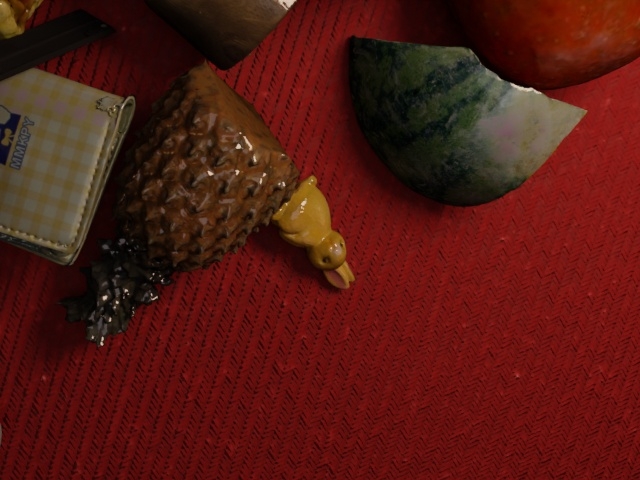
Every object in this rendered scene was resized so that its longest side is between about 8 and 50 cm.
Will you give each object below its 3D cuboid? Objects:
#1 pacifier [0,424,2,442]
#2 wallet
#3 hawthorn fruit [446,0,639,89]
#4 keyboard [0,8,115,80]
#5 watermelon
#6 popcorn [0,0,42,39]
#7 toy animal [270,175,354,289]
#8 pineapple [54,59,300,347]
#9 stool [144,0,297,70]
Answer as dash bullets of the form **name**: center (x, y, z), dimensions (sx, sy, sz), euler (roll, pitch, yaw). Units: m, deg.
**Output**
- **pacifier**: center (-0.549, 0.232, 1.044), dimensions (0.233, 0.244, 0.299), euler (31, 76, 19)
- **wallet**: center (-0.398, -0.116, 1.026), dimensions (0.310, 0.077, 0.223), euler (20, 89, 6)
- **hawthorn fruit**: center (0.297, -0.326, 1.062), dimensions (0.284, 0.284, 0.284), euler (-1, 97, -9)
- **keyboard**: center (-0.338, -0.229, 1.020), dimensions (0.067, 0.011, 0.202), euler (32, 46, 20)
- **watermelon**: center (0.176, -0.161, 1.107), dimensions (0.176, 0.260, 0.256), euler (-37, 118, -16)
- **popcorn**: center (-0.390, -0.329, 0.967), dimensions (0.226, 0.203, 0.200), euler (6, 90, -51)
- **toy animal**: center (0.003, -0.002, 1.152), dimensions (0.083, 0.070, 0.159), euler (-39, 106, -5)
- **pineapple**: center (-0.192, -0.026, 1.060), dimensions (0.202, 0.202, 0.362), euler (41, 100, -11)
- **stool**: center (-0.156, -0.349, 1.004), dimensions (0.264, 0.179, 0.179), euler (40, 89, -21)
